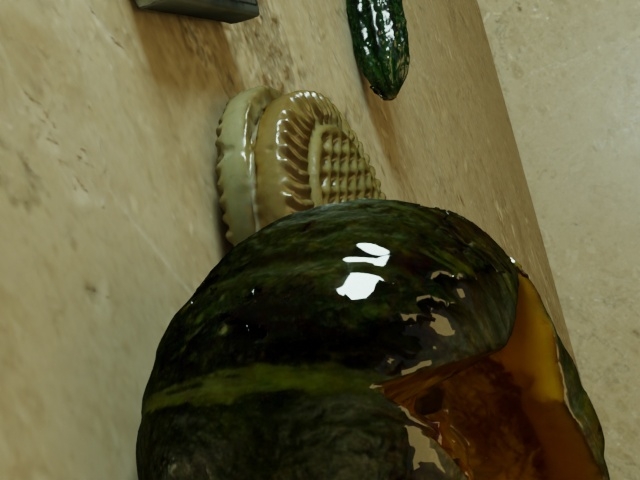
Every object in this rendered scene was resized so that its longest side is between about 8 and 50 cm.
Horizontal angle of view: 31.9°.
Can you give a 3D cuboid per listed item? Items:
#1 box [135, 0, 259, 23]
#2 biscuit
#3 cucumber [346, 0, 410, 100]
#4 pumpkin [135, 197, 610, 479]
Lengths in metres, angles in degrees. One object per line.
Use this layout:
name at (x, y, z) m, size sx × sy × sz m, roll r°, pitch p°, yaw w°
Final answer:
box at (-0.103, -0.220, 0.819) m, size 0.177 × 0.036 × 0.115 m, roll -22°, pitch 94°, yaw -73°
biscuit at (0.000, 0.000, 0.854) m, size 0.259 × 0.079 × 0.259 m, roll -17°, pitch 90°, yaw -71°
cucumber at (0.067, -0.284, 1.349) m, size 0.077 × 0.077 × 0.265 m, roll 52°, pitch 28°, yaw -49°
pumpkin at (0.039, 0.128, 0.622) m, size 0.320 × 0.192 × 0.320 m, roll 24°, pitch 60°, yaw -51°
